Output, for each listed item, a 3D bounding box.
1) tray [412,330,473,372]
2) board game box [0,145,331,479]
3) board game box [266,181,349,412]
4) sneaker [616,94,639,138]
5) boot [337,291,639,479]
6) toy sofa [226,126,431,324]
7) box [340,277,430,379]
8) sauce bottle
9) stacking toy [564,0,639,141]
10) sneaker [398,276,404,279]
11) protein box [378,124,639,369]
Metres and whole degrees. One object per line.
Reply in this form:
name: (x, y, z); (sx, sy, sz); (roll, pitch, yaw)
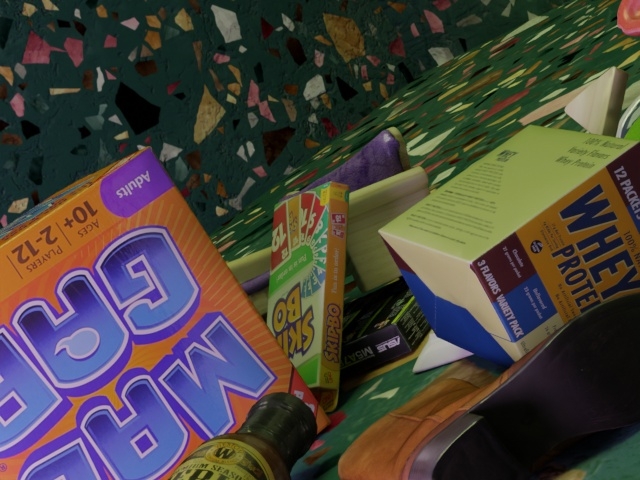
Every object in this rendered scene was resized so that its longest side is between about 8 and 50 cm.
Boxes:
tray: (0.206, 0.048, 1.562); (0.145, 0.030, 0.270); (-25, 11, 42)
board game box: (-0.286, 0.164, 1.559); (0.356, 0.356, 0.356); (-38, 10, -28)
board game box: (-0.018, 0.071, 1.634); (0.039, 0.259, 0.124); (10, -17, -32)
sneaker: (0.457, -0.163, 1.660); (0.226, 0.086, 0.163); (-31, 6, 1)
boot: (0.156, 0.138, 1.186); (0.264, 0.096, 0.280); (-42, 4, -12)
toy sofa: (0.000, 0.000, 1.850); (0.150, 0.177, 0.362); (-23, -3, -30)
box: (0.061, 0.104, 1.711); (0.184, 0.045, 0.191); (-24, 11, 32)
sauce bottle: (-0.094, 0.244, 1.276); (0.111, 0.111, 0.344); (-28, 11, 27)
stacking toy: (0.426, -0.160, 1.532); (0.279, 0.130, 0.309); (-56, 32, 26)
sneaker: (0.135, -0.032, 1.998); (0.101, 0.106, 0.267); (-31, 8, 14)
protein box: (0.204, 0.004, 1.375); (0.201, 0.136, 0.200); (-35, 20, -14)
